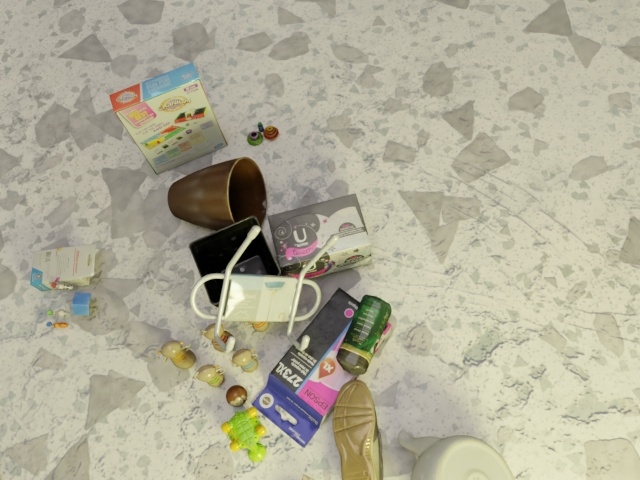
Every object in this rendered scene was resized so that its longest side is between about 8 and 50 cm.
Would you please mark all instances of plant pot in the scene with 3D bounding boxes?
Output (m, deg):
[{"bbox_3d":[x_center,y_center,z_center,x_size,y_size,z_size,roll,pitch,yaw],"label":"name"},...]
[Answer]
[{"bbox_3d":[-0.301,-0.118,1.627,0.230,0.215,0.215,-1,64,23],"label":"plant pot"},{"bbox_3d":[-0.208,0.080,1.528,0.187,0.167,0.188,-24,64,-5],"label":"plant pot"}]

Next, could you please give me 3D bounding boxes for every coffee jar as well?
[{"bbox_3d":[0.104,0.229,1.398,0.079,0.096,0.184,20,68,17],"label":"coffee jar"}]

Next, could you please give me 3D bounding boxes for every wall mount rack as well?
[{"bbox_3d":[-0.110,0.106,1.350,0.130,0.350,0.304,29,110,55],"label":"wall mount rack"}]

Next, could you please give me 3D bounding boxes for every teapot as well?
[{"bbox_3d":[0.289,0.558,1.253,0.252,0.187,0.256,27,50,-11],"label":"teapot"}]

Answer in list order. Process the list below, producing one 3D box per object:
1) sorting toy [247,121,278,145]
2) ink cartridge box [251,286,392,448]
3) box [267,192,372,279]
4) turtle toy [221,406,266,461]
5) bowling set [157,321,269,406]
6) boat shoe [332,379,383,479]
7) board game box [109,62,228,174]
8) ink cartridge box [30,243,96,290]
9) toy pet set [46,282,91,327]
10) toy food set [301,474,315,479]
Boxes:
[{"bbox_3d":[-0.181,-0.334,1.786,0.102,0.042,0.061,-16,65,-1],"label":"sorting toy"},{"bbox_3d":[0.004,0.312,1.459,0.176,0.069,0.371,34,75,19],"label":"ink cartridge box"},{"bbox_3d":[0.000,0.000,1.557,0.247,0.142,0.163,-15,64,-1],"label":"box"},{"bbox_3d":[-0.175,0.470,1.399,0.095,0.066,0.130,-28,66,-7],"label":"turtle toy"},{"bbox_3d":[-0.226,0.298,1.436,0.287,0.154,0.200,-28,65,-7],"label":"bowling set"},{"bbox_3d":[0.093,0.474,1.356,0.103,0.092,0.285,-13,66,14],"label":"boat shoe"},{"bbox_3d":[-0.420,-0.337,1.661,0.242,0.316,0.064,-23,65,-6],"label":"board game box"},{"bbox_3d":[-0.711,0.076,1.639,0.181,0.061,0.104,-7,65,3],"label":"ink cartridge box"},{"bbox_3d":[-0.682,0.179,1.570,0.114,0.065,0.122,5,87,-13],"label":"toy pet set"},{"bbox_3d":[-0.013,0.652,1.295,0.128,0.071,0.218,14,72,17],"label":"toy food set"}]
